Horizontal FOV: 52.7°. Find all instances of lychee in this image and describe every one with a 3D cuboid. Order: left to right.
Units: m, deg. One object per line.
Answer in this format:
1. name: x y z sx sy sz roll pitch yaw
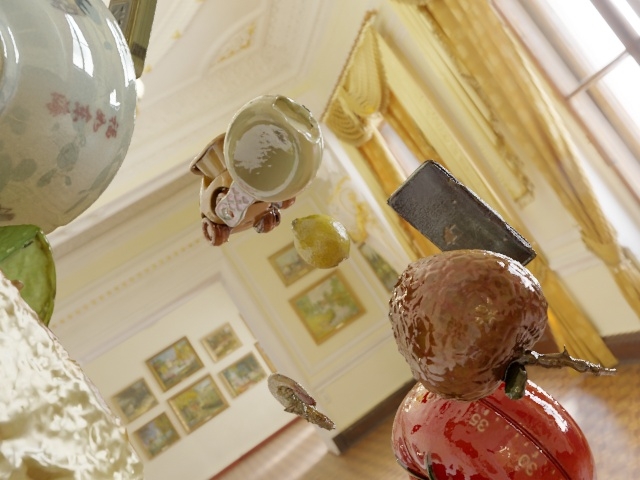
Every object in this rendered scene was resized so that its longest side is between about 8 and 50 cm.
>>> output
1. lychee: 0.113 0.057 0.439 0.140 0.101 0.114 10 26 38

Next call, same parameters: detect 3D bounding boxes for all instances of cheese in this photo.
1. cheese: -0.086 -0.097 0.896 0.227 0.137 0.064 -48 -3 40

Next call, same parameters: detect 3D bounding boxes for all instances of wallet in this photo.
1. wallet: 0.227 -0.024 1.041 0.122 0.232 0.031 -45 5 40

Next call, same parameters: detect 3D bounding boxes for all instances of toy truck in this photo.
1. toy truck: -0.196 -0.128 1.590 0.204 0.212 0.288 -18 -14 -31

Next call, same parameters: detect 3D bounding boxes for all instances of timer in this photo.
1. timer: 0.321 0.402 1.209 0.279 0.378 0.378 -42 -3 -19

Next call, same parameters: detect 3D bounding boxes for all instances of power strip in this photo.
1. power strip: -0.357 -0.458 1.227 0.092 0.388 0.066 5 -7 32

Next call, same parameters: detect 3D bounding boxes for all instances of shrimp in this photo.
1. shrimp: -0.033 0.304 1.236 0.045 0.162 0.095 -40 -23 -50

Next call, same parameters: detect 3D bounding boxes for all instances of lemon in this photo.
1. lemon: 0.000 0.000 0.765 0.062 0.083 0.062 -53 16 22

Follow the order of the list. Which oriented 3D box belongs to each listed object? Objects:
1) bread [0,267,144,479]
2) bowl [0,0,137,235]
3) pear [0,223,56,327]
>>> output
1. bread: -0.316 0.171 0.457 0.279 0.279 0.207 -30 16 18
2. bowl: -0.457 -0.203 0.802 0.434 0.435 0.196 -33 7 -7
3. pear: -0.450 0.107 0.739 0.239 0.139 0.288 11 45 34
